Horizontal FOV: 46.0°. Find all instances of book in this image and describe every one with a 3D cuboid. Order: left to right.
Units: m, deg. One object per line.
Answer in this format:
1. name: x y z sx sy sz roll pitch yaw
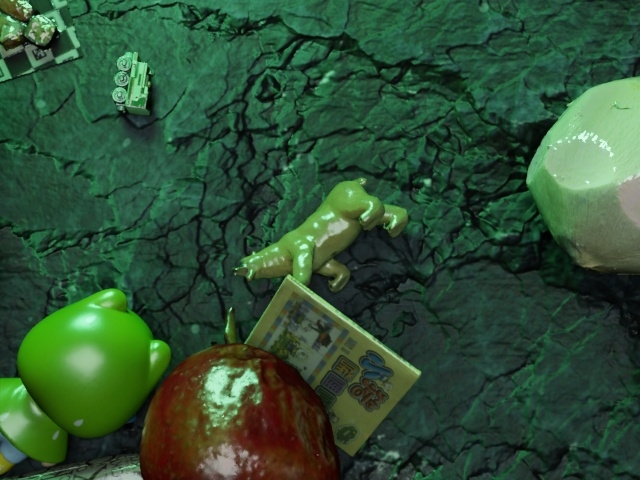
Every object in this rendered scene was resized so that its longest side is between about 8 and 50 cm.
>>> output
1. book: 0.001 0.153 0.909 0.192 0.013 0.168 36 123 5

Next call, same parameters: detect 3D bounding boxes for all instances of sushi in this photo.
1. sushi: -0.419 -0.326 1.025 0.139 0.031 0.201 -19 82 -3

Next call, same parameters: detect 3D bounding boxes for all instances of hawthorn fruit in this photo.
1. hawthorn fruit: -0.098 0.205 0.854 0.210 0.230 0.266 -26 66 23

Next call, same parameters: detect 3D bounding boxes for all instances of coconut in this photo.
1. coconut: 0.360 -0.067 0.898 0.227 0.227 0.230 42 83 6

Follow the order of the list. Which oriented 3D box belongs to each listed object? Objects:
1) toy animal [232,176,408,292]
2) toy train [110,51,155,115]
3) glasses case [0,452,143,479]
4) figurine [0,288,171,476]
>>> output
1. toy animal: 0.000 0.000 0.955 0.219 0.103 0.101 -44 65 -4
2. toy train: -0.249 -0.209 1.007 0.053 0.033 0.083 7 81 -4
3. glasses case: -0.338 0.344 0.885 0.355 0.085 0.137 -12 96 -3
4. figurine: -0.304 0.177 0.899 0.263 0.143 0.162 -39 88 6
